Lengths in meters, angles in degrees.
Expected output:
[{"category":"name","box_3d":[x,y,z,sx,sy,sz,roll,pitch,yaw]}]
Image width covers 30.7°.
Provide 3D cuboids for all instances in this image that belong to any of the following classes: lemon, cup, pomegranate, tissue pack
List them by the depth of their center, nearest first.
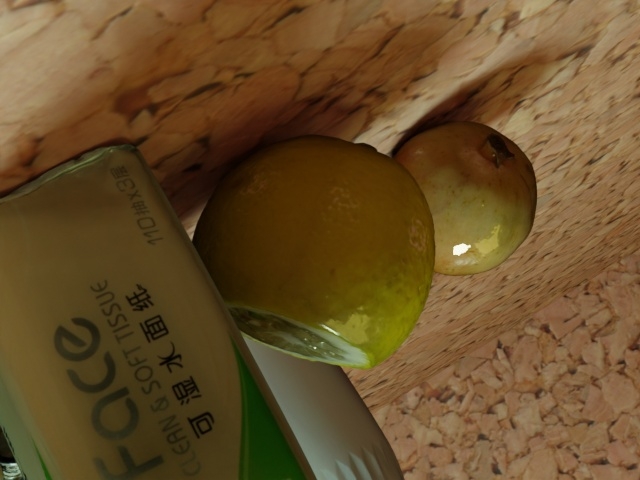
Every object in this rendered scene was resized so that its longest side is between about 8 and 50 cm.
[{"category":"tissue pack","box_3d":[-0.164,0.175,1.040,0.205,0.404,0.331,-23,162,-18]},{"category":"lemon","box_3d":[0.000,0.000,1.158,0.240,0.241,0.219,83,27,-73]},{"category":"pomegranate","box_3d":[0.170,-0.050,1.385,0.191,0.191,0.191,-29,164,-9]},{"category":"cup","box_3d":[-0.033,0.315,1.797,0.253,0.371,0.253,-31,157,-15]}]

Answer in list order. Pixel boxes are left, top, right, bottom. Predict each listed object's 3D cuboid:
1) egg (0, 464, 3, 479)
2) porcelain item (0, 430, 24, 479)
[{"category":"egg","box_3d":[-0.436,0.275,1.272,0.164,0.164,0.201,-39,164,24]},{"category":"porcelain item","box_3d":[-0.408,0.303,1.497,0.288,0.138,0.186,-17,141,-31]}]
